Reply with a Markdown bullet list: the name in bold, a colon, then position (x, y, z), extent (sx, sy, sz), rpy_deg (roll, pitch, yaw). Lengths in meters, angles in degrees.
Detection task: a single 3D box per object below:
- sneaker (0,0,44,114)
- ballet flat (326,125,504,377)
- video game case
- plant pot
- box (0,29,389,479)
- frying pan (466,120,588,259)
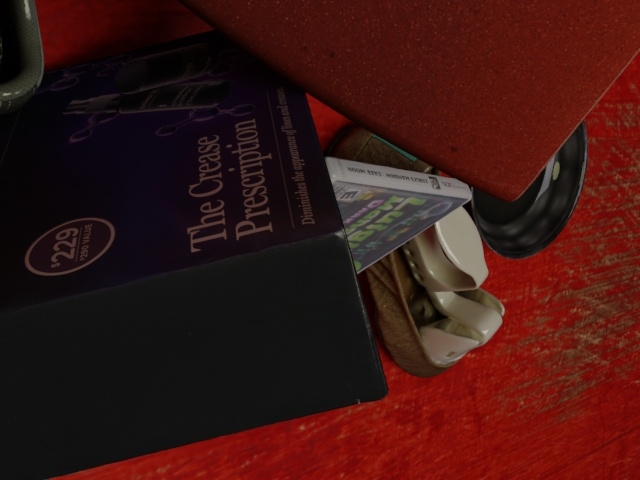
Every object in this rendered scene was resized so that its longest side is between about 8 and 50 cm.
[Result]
- **sneaker**: position (-0.200, -0.187, 0.435), extent (0.100, 0.108, 0.271), rpy_deg (-34, 125, -32)
- **ballet flat**: position (0.109, 0.034, 0.850), extent (0.116, 0.124, 0.342), rpy_deg (-45, 134, -28)
- **video game case**: position (0.000, 0.000, 0.698), extent (0.173, 0.190, 0.022), rpy_deg (3, 59, -48)
- **plant pot**: position (0.040, -0.222, 0.436), extent (0.236, 0.267, 0.267), rpy_deg (14, 137, -16)
- **box**: position (-0.084, -0.015, 0.473), extent (0.184, 0.261, 0.103), rpy_deg (-16, 124, 1)
- **frying pan**: position (0.174, -0.064, 0.937), extent (0.326, 0.053, 0.197), rpy_deg (-14, 112, -35)
